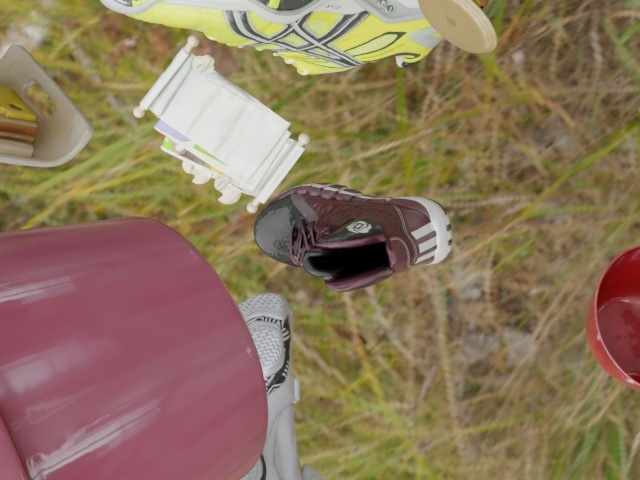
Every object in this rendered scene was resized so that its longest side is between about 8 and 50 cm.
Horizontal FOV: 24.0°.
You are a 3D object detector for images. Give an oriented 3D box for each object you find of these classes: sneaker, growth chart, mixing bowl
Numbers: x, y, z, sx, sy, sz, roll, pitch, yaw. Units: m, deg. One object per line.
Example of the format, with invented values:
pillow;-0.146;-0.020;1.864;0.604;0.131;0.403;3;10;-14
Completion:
sneaker;-0.030;-0.222;1.456;0.147;0.384;0.145;110;151;-42
growth chart;-0.136;-0.148;2.040;0.237;0.021;0.172;38;118;-19
sneaker;0.000;0.000;1.760;0.281;0.162;0.106;-2;106;38
sneaker;-0.084;0.267;2.134;0.137;0.366;0.210;-8;141;28
mixing bowl;0.380;0.103;1.764;0.181;0.181;0.098;51;154;3

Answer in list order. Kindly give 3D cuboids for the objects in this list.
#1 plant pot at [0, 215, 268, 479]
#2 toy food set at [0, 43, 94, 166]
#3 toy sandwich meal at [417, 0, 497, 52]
plant pot;-0.130;0.078;0.627;0.201;0.180;0.201;31;132;41
toy food set;-0.418;-0.183;1.633;0.220;0.306;0.092;45;117;41
toy sandwich meal;0.107;-0.180;1.156;0.085;0.029;0.085;38;166;12
